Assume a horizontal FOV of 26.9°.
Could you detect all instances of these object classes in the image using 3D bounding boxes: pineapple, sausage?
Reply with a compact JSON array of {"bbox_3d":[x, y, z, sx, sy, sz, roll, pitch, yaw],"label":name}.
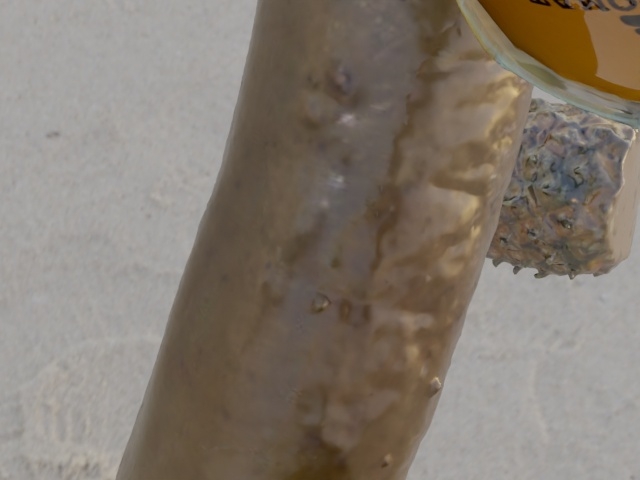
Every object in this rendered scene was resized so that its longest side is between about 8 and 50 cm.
[{"bbox_3d":[0.101,-0.048,1.092,0.310,0.141,0.170,9,58,25],"label":"pineapple"},{"bbox_3d":[0.002,0.001,0.556,0.136,0.501,0.123,20,12,22],"label":"sausage"}]

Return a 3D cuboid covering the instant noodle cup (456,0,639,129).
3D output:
[{"bbox_3d":[0.079,-0.153,0.318,0.172,0.215,0.216,26,42,-49],"label":"instant noodle cup"}]
